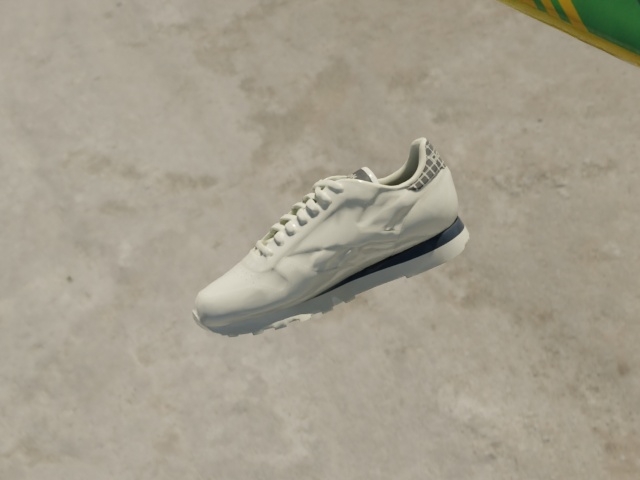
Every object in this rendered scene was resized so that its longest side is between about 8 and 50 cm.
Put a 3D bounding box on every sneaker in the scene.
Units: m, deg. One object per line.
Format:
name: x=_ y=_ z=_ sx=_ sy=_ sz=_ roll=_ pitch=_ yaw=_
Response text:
sneaker: x=0.000 y=0.000 z=0.819 sx=0.235 sy=0.094 sz=0.090 roll=-24 pitch=20 yaw=-10

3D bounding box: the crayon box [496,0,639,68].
crayon box: x=0.187 y=-0.131 z=0.544 sx=0.318 sy=0.202 sz=0.081 roll=43 pitch=117 yaw=49
